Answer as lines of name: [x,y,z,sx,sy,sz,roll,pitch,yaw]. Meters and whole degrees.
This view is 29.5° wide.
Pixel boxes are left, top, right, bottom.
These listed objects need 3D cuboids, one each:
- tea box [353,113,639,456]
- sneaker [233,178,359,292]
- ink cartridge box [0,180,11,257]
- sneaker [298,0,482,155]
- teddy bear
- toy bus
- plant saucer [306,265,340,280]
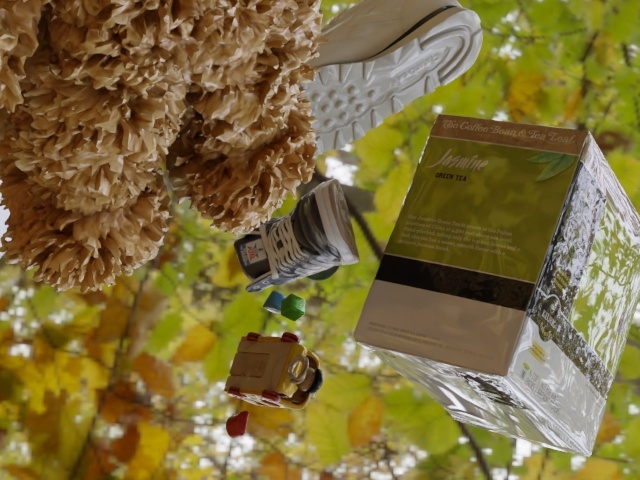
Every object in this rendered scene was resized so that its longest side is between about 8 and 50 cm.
tea box: [0.252,0.060,1.567,0.220,0.329,0.324,12,-109,35]
sneaker: [-0.036,0.000,1.498,0.153,0.282,0.099,-13,-97,0]
ink cartridge box: [-0.541,-0.004,1.736,0.208,0.087,0.153,-13,-150,25]
sneaker: [0.023,-0.152,1.054,0.095,0.235,0.090,51,-21,39]
teddy bear: [-0.065,-0.115,0.495,0.113,0.245,0.338,52,-45,42]
toy bus: [-0.050,0.195,1.762,0.191,0.104,0.202,-48,-147,25]
plant saucer: [0.000,0.000,1.812,0.119,0.021,0.119,7,-81,44]
